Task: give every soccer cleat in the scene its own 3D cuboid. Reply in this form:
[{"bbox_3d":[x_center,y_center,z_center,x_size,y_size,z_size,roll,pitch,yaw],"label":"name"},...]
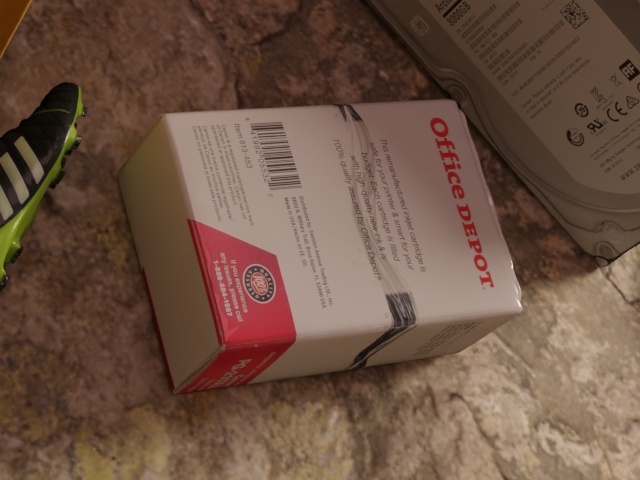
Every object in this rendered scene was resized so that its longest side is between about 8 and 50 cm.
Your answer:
[{"bbox_3d":[-0.211,-0.043,1.141,0.072,0.060,0.179,29,59,-11],"label":"soccer cleat"}]

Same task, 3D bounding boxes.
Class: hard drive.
[{"bbox_3d":[0.179,-0.161,1.299,0.339,0.237,0.064,50,54,1],"label":"hard drive"}]

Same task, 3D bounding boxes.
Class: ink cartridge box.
[{"bbox_3d":[0.000,0.000,1.206,0.237,0.100,0.172,-5,69,-29],"label":"ink cartridge box"}]

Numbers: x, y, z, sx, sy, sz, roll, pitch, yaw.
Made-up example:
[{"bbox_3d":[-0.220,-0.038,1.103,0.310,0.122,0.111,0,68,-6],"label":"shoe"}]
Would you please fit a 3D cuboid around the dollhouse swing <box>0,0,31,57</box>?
[{"bbox_3d":[-0.349,-0.168,1.002,0.347,0.315,0.305,26,36,-15],"label":"dollhouse swing"}]
